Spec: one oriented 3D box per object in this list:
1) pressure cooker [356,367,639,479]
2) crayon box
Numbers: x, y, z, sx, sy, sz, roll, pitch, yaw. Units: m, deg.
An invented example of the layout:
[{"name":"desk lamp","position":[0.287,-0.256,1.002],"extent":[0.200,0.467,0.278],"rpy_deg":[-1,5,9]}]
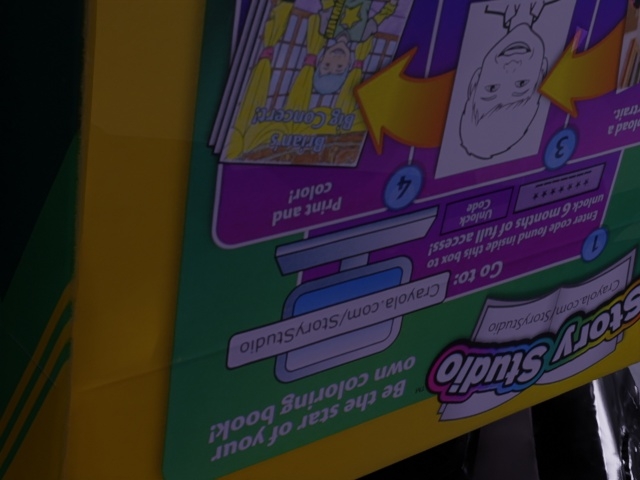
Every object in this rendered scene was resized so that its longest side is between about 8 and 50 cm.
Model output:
[{"name":"pressure cooker","position":[0.044,0.273,0.938],"extent":[0.370,0.420,0.375],"rpy_deg":[34,43,-63]},{"name":"crayon box","position":[0.034,-0.057,0.544],"extent":[0.363,0.106,0.313],"rpy_deg":[-15,128,-36]}]
